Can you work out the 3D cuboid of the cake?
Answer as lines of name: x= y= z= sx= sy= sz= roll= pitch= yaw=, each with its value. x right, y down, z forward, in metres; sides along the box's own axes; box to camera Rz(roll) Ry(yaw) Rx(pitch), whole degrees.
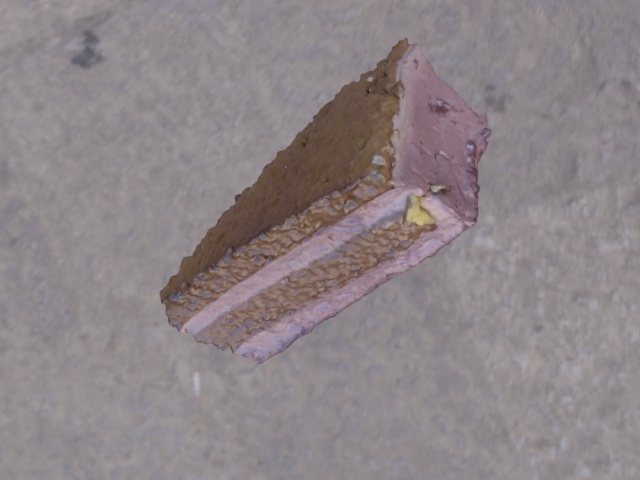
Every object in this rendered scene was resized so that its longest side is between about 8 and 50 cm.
cake: x=0.000 y=0.000 z=0.922 sx=0.116 sy=0.112 sz=0.295 roll=31 pitch=125 yaw=-25
